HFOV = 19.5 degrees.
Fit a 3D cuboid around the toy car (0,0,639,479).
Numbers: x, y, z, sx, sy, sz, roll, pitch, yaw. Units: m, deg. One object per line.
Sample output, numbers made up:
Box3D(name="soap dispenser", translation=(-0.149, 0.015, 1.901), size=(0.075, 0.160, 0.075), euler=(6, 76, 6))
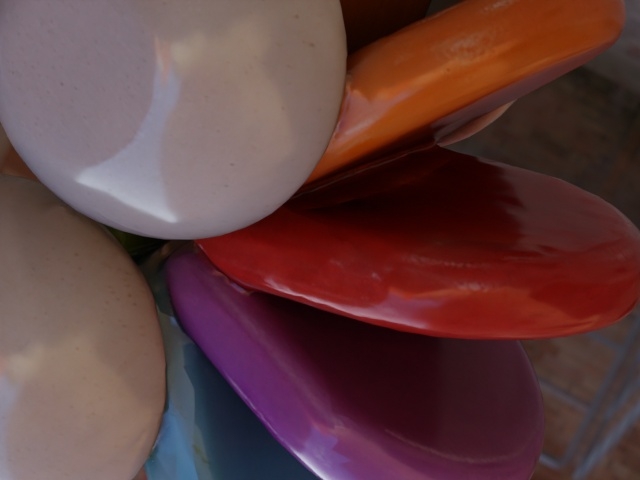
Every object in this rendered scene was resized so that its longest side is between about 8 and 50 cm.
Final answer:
Box3D(name="toy car", translation=(0.000, 0.000, 0.411), size=(0.136, 0.182, 0.159), euler=(40, -150, 15))
